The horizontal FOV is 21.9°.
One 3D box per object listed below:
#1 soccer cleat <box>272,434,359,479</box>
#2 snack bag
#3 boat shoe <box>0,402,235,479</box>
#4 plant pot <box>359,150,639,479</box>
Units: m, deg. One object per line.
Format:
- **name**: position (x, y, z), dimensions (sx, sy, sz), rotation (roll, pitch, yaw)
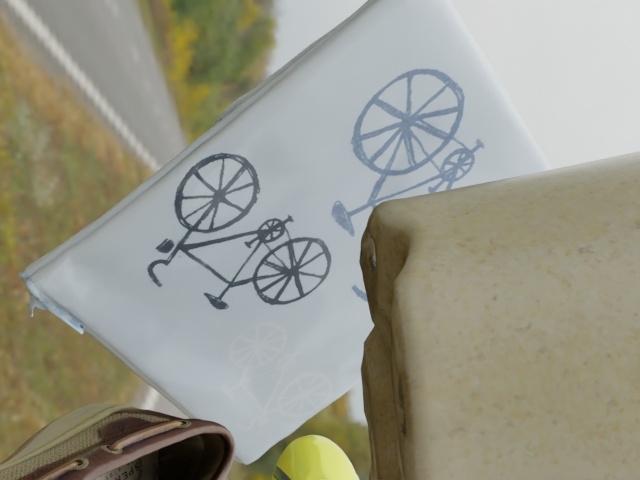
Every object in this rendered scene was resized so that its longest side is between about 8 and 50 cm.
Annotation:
- **soccer cleat**: position (-0.003, 0.269, 1.373), dimensions (0.121, 0.093, 0.289), rotation (95, 0, -46)
- **snack bag**: position (0.000, 0.000, 1.170), dimensions (0.037, 0.342, 0.323), rotation (53, 3, 40)
- **boat shoe**: position (-0.163, 0.195, 1.002), dimensions (0.342, 0.123, 0.123), rotation (-34, 115, -57)
- **plant pot**: position (0.180, 0.081, 0.807), dimensions (0.334, 0.306, 0.333), rotation (176, -90, -86)
